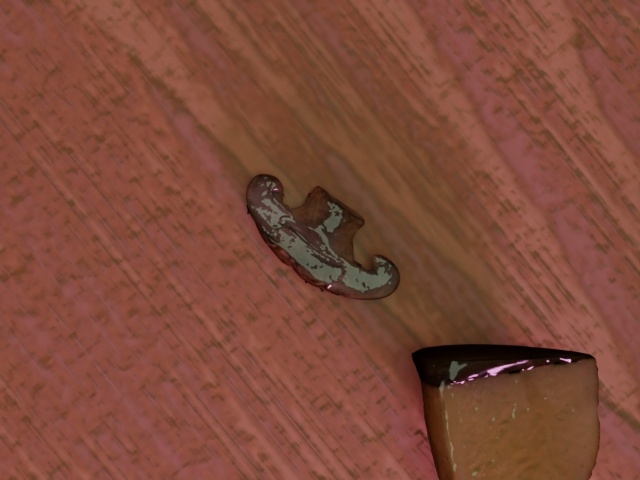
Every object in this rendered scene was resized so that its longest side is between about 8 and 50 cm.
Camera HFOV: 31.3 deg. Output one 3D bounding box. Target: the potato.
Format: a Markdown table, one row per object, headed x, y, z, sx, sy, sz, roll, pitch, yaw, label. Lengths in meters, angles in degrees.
| x | y | z | sx | sy | sz | roll | pitch | yaw | label |
| --- | --- | --- | --- | --- | --- | --- | --- | --- | --- |
| 0.094 | 0.109 | 0.614 | 0.096 | 0.066 | 0.103 | 1 | 88 | -15 | potato |

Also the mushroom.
| x | y | z | sx | sy | sz | roll | pitch | yaw | label |
| --- | --- | --- | --- | --- | --- | --- | --- | --- | --- |
| 0.000 | 0.000 | 0.633 | 0.101 | 0.019 | 0.049 | 34 | 87 | -3 | mushroom |
